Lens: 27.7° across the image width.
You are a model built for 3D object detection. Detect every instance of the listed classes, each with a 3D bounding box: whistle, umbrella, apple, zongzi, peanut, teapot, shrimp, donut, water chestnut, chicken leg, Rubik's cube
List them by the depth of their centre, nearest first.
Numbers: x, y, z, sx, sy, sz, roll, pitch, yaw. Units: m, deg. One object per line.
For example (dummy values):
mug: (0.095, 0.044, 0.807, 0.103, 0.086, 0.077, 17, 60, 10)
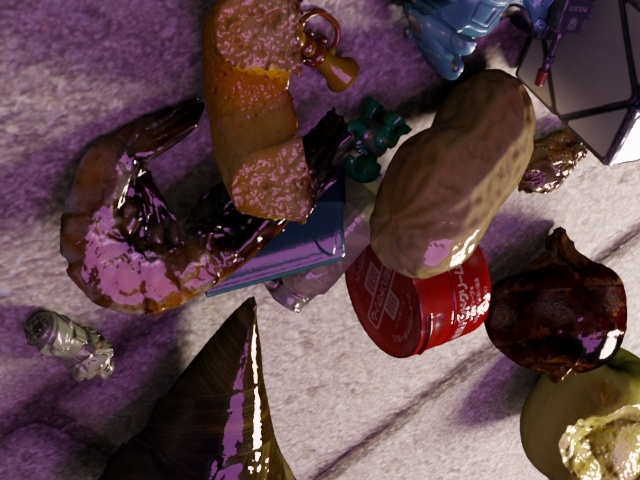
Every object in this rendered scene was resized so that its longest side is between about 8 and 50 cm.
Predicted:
donut: (-0.069, -0.152, 1.390, 0.101, 0.152, 0.259, -10, 106, -12)
whistle: (0.004, -0.217, 1.473, 0.057, 0.046, 0.109, -31, 141, 18)
shrimp: (-0.133, -0.063, 1.475, 0.365, 0.071, 0.233, -37, 121, -8)
umbrella: (-0.302, 0.133, 1.596, 0.143, 0.062, 0.067, 45, 65, -48)
peanut: (0.171, -0.091, 1.618, 0.313, 0.152, 0.152, -51, 151, -24)
Rubik's cube: (0.409, -0.240, 1.650, 0.205, 0.207, 0.205, -11, 138, -34)
teapot: (0.000, 0.000, 1.688, 0.107, 0.077, 0.200, 21, 116, -46)
zongzi: (-0.095, 0.281, 1.854, 0.403, 0.208, 0.432, 15, 109, -55)
chicken leg: (0.354, -0.129, 1.862, 0.198, 0.069, 0.085, -33, 122, -16)
water chestnut: (0.368, 0.100, 2.034, 0.223, 0.238, 0.223, -10, 178, 0)
apple: (0.495, 0.318, 2.332, 0.279, 0.279, 0.279, -23, 143, -19)

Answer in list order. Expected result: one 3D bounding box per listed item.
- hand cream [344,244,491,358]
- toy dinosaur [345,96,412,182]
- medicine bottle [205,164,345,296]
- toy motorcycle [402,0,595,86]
hand cream: (0.130, 0.055, 1.764, 0.125, 0.193, 0.193, -20, 142, -26)
toy dinosaur: (0.059, -0.120, 1.596, 0.096, 0.059, 0.132, -56, 150, 1)
medicine bottle: (-0.080, -0.007, 1.590, 0.258, 0.124, 0.079, -18, -179, -6)
toy motorcycle: (0.202, -0.276, 1.510, 0.272, 0.123, 0.182, -4, 123, -37)
